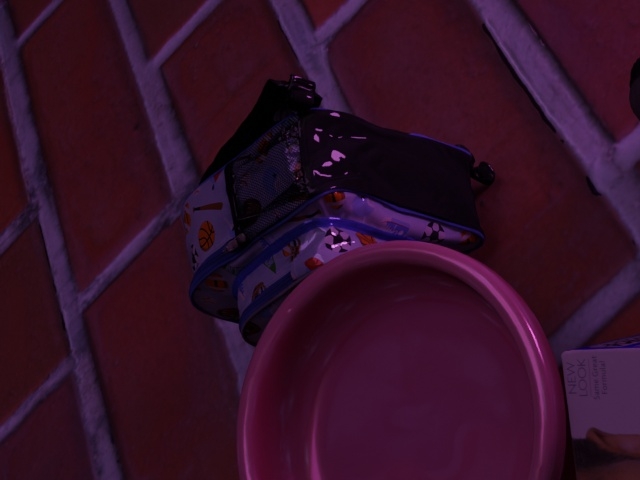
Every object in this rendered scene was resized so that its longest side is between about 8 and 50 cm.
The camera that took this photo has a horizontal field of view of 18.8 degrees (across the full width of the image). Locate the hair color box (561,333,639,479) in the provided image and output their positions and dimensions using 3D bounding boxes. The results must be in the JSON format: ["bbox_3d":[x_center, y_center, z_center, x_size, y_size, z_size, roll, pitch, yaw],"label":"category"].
[{"bbox_3d":[0.334,0.156,1.355,0.339,0.110,0.185,-7,90,51],"label":"hair color box"}]

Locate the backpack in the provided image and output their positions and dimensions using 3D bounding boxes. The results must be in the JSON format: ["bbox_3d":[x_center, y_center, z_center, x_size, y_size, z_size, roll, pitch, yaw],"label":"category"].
[{"bbox_3d":[0.000,0.000,1.886,0.263,0.276,0.213,-26,54,44],"label":"backpack"}]

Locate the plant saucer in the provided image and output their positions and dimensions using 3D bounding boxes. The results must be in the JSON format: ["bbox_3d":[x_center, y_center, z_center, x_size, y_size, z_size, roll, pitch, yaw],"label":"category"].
[{"bbox_3d":[0.077,0.168,1.681,0.332,0.084,0.332,-8,77,35],"label":"plant saucer"}]

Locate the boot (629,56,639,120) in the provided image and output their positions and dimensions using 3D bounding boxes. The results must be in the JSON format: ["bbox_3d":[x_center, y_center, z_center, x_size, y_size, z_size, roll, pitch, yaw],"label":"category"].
[{"bbox_3d":[0.333,-0.039,1.598,0.338,0.118,0.223,-169,92,-73],"label":"boot"}]
